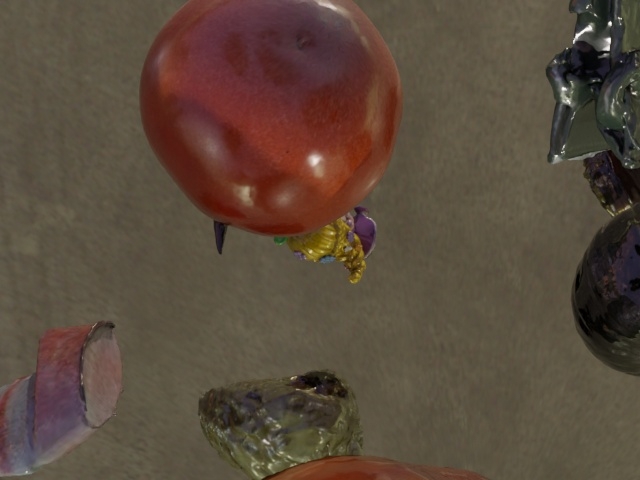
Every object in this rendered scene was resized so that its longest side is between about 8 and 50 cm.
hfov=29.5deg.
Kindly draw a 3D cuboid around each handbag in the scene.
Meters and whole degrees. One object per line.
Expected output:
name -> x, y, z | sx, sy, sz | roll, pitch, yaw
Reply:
handbag -> 0.248, -0.187, 0.868 | 0.079, 0.260, 0.247 | 7, 104, 40

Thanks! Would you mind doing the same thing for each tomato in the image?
tomato -> -0.045, -0.131, 1.163 | 0.256, 0.224, 0.255 | 8, 64, -16

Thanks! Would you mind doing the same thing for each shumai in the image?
shumai -> -0.033, 0.263, 1.457 | 0.189, 0.256, 0.218 | -17, 83, -1

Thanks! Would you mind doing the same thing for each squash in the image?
squash -> 0.323, 0.044, 1.135 | 0.193, 0.193, 0.155 | -25, 76, -2

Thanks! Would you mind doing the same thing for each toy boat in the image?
toy boat -> -0.358, 0.194, 1.338 | 0.282, 0.096, 0.206 | -18, 37, 15

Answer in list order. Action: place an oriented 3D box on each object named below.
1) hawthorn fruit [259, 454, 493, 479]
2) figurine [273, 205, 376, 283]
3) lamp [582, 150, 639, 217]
hawthorn fruit -> 0.023, 0.408, 1.032 | 0.472, 0.472, 0.471 | -2, 72, 6
figurine -> 0.000, 0.000, 1.649 | 0.095, 0.156, 0.115 | -39, 50, 38
lamp -> 0.433, -0.109, 1.457 | 0.247, 0.247, 0.246 | -2, 72, 6
